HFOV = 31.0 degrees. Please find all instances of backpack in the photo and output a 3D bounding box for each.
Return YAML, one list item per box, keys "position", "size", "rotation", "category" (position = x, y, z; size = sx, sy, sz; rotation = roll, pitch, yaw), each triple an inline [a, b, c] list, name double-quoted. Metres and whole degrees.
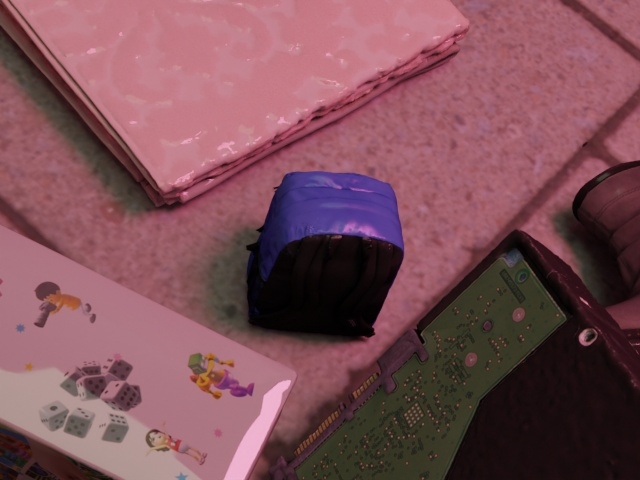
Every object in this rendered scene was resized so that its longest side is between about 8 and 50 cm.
- position: [0.000, 0.000, 0.787]
  size: [0.098, 0.120, 0.101]
  rotation: [1, 59, -15]
  category: "backpack"

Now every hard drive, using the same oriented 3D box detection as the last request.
- position: [0.106, 0.179, 0.583]
  size: [0.064, 0.237, 0.339]
  rotation: [32, 18, -38]
  category: "hard drive"

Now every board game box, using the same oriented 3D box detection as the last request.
- position: [-0.185, 0.080, 0.622]
  size: [0.303, 0.224, 0.097]
  rotation: [26, 58, 1]
  category: "board game box"

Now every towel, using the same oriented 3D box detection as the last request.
- position: [-0.089, -0.209, 0.934]
  size: [0.332, 0.053, 0.317]
  rotation: [-31, 72, -29]
  category: "towel"

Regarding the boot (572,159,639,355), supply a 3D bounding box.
- position: [0.238, 0.035, 0.836]
  size: [0.338, 0.118, 0.222]
  rotation: [-2, 40, -26]
  category: "boot"
